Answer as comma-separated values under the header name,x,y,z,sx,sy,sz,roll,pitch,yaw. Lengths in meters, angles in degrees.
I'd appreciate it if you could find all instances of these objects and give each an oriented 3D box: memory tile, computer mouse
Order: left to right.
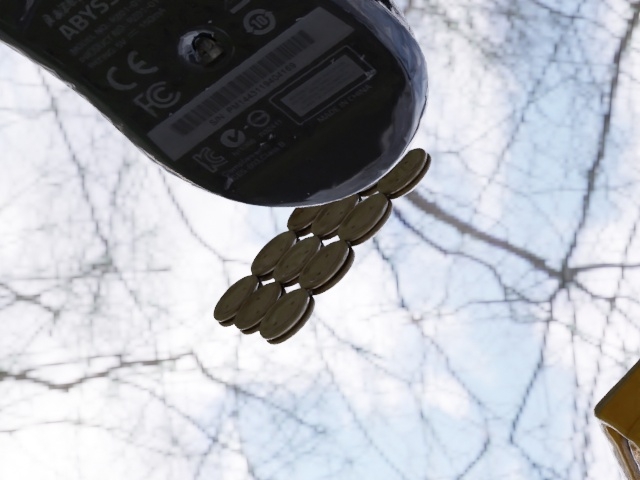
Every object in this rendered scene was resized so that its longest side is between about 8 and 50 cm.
name,x,y,z,sx,sy,sz,roll,pitch,yaw
computer mouse,-0.057,-0.114,0.551,0.188,0.272,0.072,-30,-137,20
memory tile,0.000,0.000,0.859,0.148,0.012,0.113,-50,-158,-14

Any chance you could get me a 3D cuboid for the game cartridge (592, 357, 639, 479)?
name,x,y,z,sx,sy,sz,roll,pitch,yaw
game cartridge,0.364,0.105,1.112,0.052,0.323,0.285,35,-17,45
